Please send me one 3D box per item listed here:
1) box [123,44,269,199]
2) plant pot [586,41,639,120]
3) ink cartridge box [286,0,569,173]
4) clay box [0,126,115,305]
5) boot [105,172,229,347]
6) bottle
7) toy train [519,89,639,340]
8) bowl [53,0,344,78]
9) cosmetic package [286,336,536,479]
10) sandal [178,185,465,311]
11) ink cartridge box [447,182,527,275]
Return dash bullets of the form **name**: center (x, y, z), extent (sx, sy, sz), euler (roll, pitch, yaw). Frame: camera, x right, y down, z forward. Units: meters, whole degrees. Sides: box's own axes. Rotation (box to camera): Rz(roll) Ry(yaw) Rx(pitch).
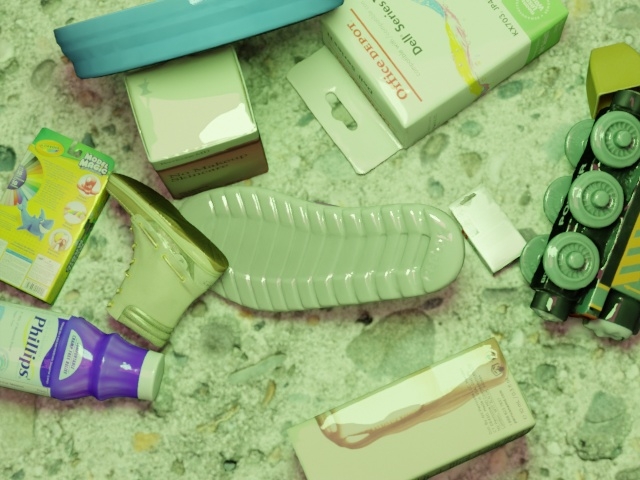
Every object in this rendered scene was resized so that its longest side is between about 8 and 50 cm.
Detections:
- **box**: center (-0.161, -0.154, 1.797), extent (0.149, 0.232, 0.126), euler (-17, 80, -1)
- **plant pot**: center (0.411, -0.228, 1.869), extent (0.081, 0.081, 0.083), euler (-13, 67, 0)
- **ink cartridge box**: center (0.142, -0.276, 1.867), extent (0.353, 0.119, 0.207), euler (-36, 80, -5)
- **clay box**: center (-0.384, -0.035, 1.875), extent (0.127, 0.053, 0.222), euler (25, 80, 7)
- **boot**: center (-0.248, 0.025, 1.829), extent (0.213, 0.077, 0.165), euler (42, 105, 14)
- **bottle**: center (-0.356, 0.158, 1.815), extent (0.283, 0.092, 0.118), euler (12, 78, 5)
- **toy train**: center (0.402, -0.031, 1.797), extent (0.190, 0.142, 0.334), euler (23, 83, -9)
- **bowl**: center (-0.151, -0.296, 1.761), extent (0.391, 0.391, 0.077), euler (-16, 102, -1)
- **cosmetic package**: center (0.117, 0.250, 1.749), extent (0.296, 0.153, 0.129), euler (-24, 77, -4)
- **sandal**: center (-0.001, 0.015, 1.826), extent (0.416, 0.102, 0.169), euler (6, 98, 20)
- **ink cartridge box**: center (0.232, -0.016, 1.858), extent (0.063, 0.029, 0.115), euler (-34, 78, -4)
